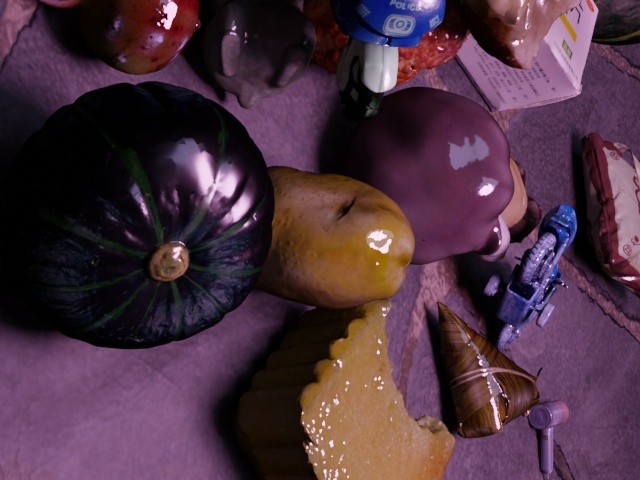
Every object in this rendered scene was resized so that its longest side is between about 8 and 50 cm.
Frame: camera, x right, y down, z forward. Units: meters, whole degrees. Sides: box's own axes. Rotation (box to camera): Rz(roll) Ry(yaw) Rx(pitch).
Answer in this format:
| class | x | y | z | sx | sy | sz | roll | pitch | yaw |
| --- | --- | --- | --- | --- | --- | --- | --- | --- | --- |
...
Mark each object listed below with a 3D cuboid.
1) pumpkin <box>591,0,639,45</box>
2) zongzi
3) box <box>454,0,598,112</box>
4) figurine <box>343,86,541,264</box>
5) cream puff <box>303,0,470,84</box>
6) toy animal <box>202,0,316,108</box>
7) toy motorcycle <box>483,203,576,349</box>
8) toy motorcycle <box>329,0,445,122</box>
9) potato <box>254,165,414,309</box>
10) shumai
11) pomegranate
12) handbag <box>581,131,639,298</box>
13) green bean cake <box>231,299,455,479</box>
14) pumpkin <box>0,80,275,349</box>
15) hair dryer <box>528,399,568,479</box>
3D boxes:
| class | x | y | z | sx | sy | sz | roll | pitch | yaw |
| --- | --- | --- | --- | --- | --- | --- | --- | --- | --- |
| pumpkin | 0.445 | -0.455 | 2.013 | 0.323 | 0.241 | 0.323 | 34 | 43 | -40 |
| zongzi | 0.223 | 0.157 | 1.748 | 0.187 | 0.084 | 0.184 | -10 | 81 | -60 |
| box | 0.244 | -0.355 | 1.816 | 0.333 | 0.145 | 0.173 | 48 | 46 | -36 |
| figurine | 0.151 | -0.067 | 1.637 | 0.365 | 0.206 | 0.218 | 28 | 53 | -71 |
| cream puff | 0.090 | -0.270 | 1.524 | 0.164 | 0.240 | 0.240 | 51 | 45 | -18 |
| toy animal | -0.070 | -0.276 | 1.429 | 0.125 | 0.127 | 0.251 | 32 | 44 | -37 |
| toy motorcycle | 0.288 | 0.049 | 1.757 | 0.135 | 0.092 | 0.254 | -52 | 164 | -29 |
| toy motorcycle | 0.053 | -0.290 | 1.298 | 0.125 | 0.196 | 0.331 | 5 | 72 | -18 |
| potato | 0.000 | -0.003 | 1.398 | 0.137 | 0.200 | 0.155 | 85 | 27 | -65 |
| shumai | 0.197 | -0.351 | 1.381 | 0.346 | 0.217 | 0.283 | -3 | 124 | -61 |
| pomegranate | -0.187 | -0.235 | 1.243 | 0.159 | 0.129 | 0.129 | 41 | 52 | -33 |
| handbag | 0.484 | -0.030 | 2.086 | 0.213 | 0.127 | 0.235 | 32 | 47 | -47 |
| green bean cake | 0.026 | 0.207 | 1.430 | 0.233 | 0.124 | 0.236 | -48 | 120 | -45 |
| pumpkin | -0.172 | -0.034 | 1.172 | 0.248 | 0.248 | 0.248 | 14 | 72 | -51 |
| hair dryer | 0.331 | 0.291 | 1.895 | 0.063 | 0.037 | 0.114 | 0 | 90 | -54 |
